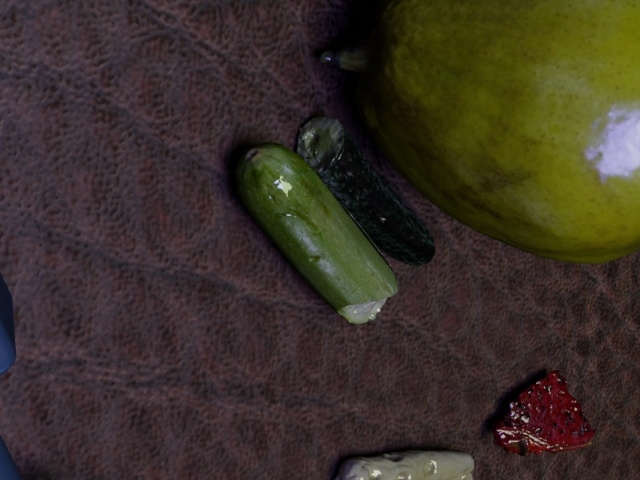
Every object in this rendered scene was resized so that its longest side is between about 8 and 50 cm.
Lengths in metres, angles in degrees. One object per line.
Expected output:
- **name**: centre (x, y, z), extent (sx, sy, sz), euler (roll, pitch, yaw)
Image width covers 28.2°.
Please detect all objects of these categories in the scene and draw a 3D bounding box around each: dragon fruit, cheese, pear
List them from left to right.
- **cheese**: centre (0.088, 0.246, 1.301), extent (0.194, 0.043, 0.065), euler (6, 101, -45)
- **dragon fruit**: centre (0.238, 0.215, 1.447), extent (0.131, 0.063, 0.097), euler (-25, 89, -37)
- **pear**: centre (0.185, -0.125, 1.086), extent (0.375, 0.287, 0.287), euler (11, 90, -1)

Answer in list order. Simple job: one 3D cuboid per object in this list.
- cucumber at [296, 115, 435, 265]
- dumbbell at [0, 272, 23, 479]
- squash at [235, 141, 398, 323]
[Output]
- **cucumber**: centre (0.049, -0.032, 1.158), extent (0.214, 0.052, 0.058), euler (45, 37, -46)
- **dumbbell**: centre (-0.240, 0.157, 0.869), extent (0.144, 0.156, 0.316), euler (-20, 122, -5)
- **squash**: centre (0.000, 0.000, 1.106), extent (0.069, 0.069, 0.239), euler (-55, 135, -15)
